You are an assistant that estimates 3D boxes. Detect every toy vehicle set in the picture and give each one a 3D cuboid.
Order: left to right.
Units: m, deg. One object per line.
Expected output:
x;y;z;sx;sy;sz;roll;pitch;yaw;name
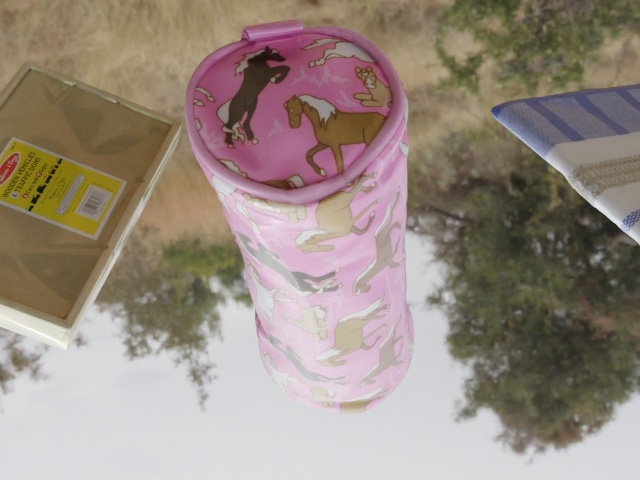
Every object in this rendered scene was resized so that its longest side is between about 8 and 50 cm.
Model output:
-0.250;-0.042;0.855;0.166;0.267;0.035;22;140;-3;toy vehicle set

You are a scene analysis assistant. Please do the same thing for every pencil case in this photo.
0.000;0.000;0.774;0.160;0.167;0.386;-48;155;-21;pencil case

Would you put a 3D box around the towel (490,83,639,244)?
0.276;-0.017;0.664;0.209;0.285;0.034;-12;139;-39;towel
